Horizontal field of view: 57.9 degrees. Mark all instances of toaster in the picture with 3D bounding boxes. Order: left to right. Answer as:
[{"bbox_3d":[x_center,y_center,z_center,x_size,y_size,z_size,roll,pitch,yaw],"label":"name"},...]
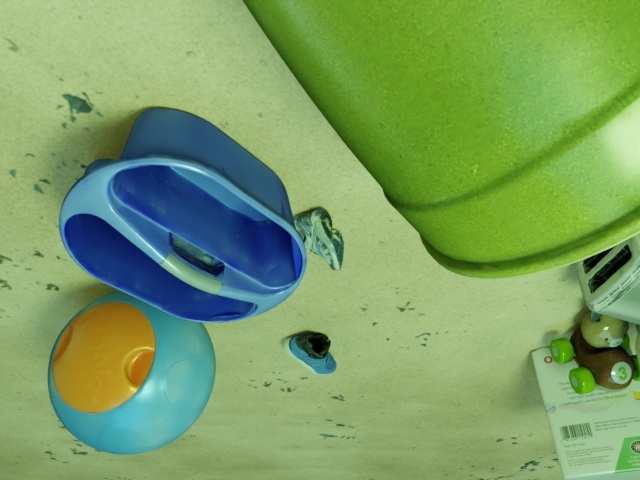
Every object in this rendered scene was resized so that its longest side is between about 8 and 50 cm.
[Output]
[{"bbox_3d":[0.529,0.044,0.944,0.146,0.129,0.227,9,143,-9],"label":"toaster"}]

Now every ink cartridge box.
[{"bbox_3d":[0.591,0.365,1.242,0.201,0.278,0.117,-15,143,18],"label":"ink cartridge box"}]

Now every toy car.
[{"bbox_3d":[0.566,0.190,1.137,0.154,0.149,0.189,-10,131,-7],"label":"toy car"}]

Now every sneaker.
[{"bbox_3d":[0.000,0.000,0.950,0.058,0.052,0.135,-5,136,22],"label":"sneaker"},{"bbox_3d":[0.001,0.246,1.255,0.084,0.058,0.152,-23,131,39],"label":"sneaker"}]

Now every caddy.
[{"bbox_3d":[-0.175,-0.011,0.791,0.241,0.179,0.341,-35,131,24],"label":"caddy"}]

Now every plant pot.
[{"bbox_3d":[0.092,-0.221,0.426,0.353,0.367,0.366,39,130,-19],"label":"plant pot"}]

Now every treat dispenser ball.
[{"bbox_3d":[-0.335,0.233,1.046,0.287,0.288,0.288,0,143,0],"label":"treat dispenser ball"}]

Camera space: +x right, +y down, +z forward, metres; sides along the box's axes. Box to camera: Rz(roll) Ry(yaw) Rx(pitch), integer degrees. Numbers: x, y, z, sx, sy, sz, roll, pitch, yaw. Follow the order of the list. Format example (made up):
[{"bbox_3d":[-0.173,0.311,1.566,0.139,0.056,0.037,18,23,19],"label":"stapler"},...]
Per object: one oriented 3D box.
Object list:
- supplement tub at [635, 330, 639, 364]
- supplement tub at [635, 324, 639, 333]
[{"bbox_3d":[0.710,0.131,0.941,0.235,0.236,0.325,10,127,-14],"label":"supplement tub"},{"bbox_3d":[0.703,0.176,1.164,0.071,0.071,0.107,29,133,-33],"label":"supplement tub"}]
